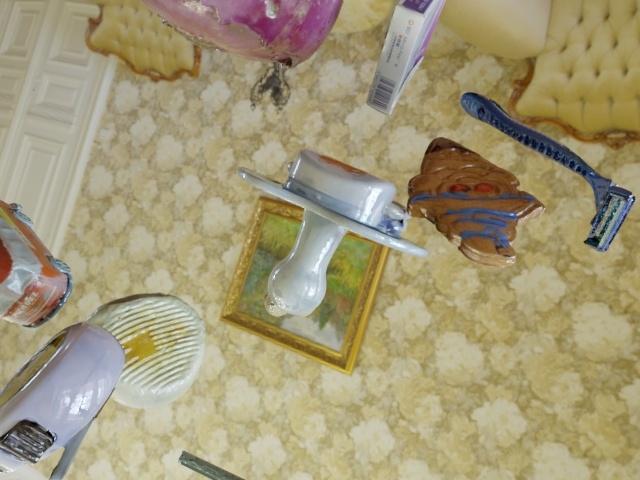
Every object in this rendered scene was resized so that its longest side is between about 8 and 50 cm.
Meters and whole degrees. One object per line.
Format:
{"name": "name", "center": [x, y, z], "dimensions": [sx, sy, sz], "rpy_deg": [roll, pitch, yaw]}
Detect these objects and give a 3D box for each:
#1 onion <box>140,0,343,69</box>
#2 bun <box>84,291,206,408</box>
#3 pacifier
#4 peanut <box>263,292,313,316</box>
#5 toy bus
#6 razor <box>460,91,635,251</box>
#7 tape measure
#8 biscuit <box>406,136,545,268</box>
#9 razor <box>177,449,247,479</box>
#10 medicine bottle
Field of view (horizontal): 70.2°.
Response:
{"name": "onion", "center": [-0.123, -0.428, 0.675], "dimensions": [0.358, 0.345, 0.358], "rpy_deg": [31, 170, 6]}
{"name": "bun", "center": [-0.353, 0.215, 0.919], "dimensions": [0.243, 0.244, 0.153], "rpy_deg": [18, 147, -32]}
{"name": "pacifier", "center": [0.000, 0.000, 0.670], "dimensions": [0.299, 0.233, 0.244], "rpy_deg": [27, -177, 20]}
{"name": "peanut", "center": [-0.070, 0.140, 1.068], "dimensions": [0.187, 0.082, 0.082], "rpy_deg": [-10, 162, 40]}
{"name": "toy bus", "center": [-0.526, 0.027, 0.748], "dimensions": [0.265, 0.121, 0.120], "rpy_deg": [38, 172, 27]}
{"name": "razor", "center": [0.304, -0.128, 0.636], "dimensions": [0.093, 0.056, 0.324], "rpy_deg": [79, 168, -48]}
{"name": "tape measure", "center": [-0.336, 0.200, 0.588], "dimensions": [0.178, 0.196, 0.105], "rpy_deg": [-22, 119, 40]}
{"name": "biscuit", "center": [0.209, -0.071, 0.645], "dimensions": [0.183, 0.280, 0.043], "rpy_deg": [-1, 137, -3]}
{"name": "razor", "center": [-0.113, 0.330, 0.615], "dimensions": [0.211, 0.084, 0.036], "rpy_deg": [8, 174, 35]}
{"name": "medicine bottle", "center": [0.140, -0.319, 0.717], "dimensions": [0.052, 0.201, 0.171], "rpy_deg": [25, 140, 6]}
